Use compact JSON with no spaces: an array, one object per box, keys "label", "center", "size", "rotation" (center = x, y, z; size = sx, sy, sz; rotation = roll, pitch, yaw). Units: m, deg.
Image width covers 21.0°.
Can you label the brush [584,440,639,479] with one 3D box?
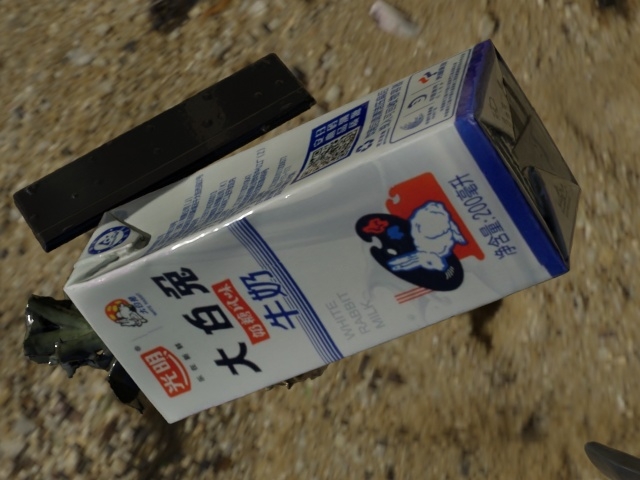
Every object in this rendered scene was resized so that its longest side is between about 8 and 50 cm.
[{"label":"brush","center":[0.259,0.187,0.950],"size":[0.060,0.321,0.050],"rotation":[35,84,-35]}]

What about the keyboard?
[{"label":"keyboard","center":[-0.155,-0.089,1.727],"size":[0.310,0.101,0.018],"rotation":[-30,137,-11]}]

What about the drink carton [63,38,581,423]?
[{"label":"drink carton","center":[0.000,0.000,1.114],"size":[0.315,0.106,0.130],"rotation":[-23,114,27]}]

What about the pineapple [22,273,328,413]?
[{"label":"pineapple","center":[-0.139,0.082,1.659],"size":[0.310,0.170,0.141],"rotation":[-3,149,22]}]
